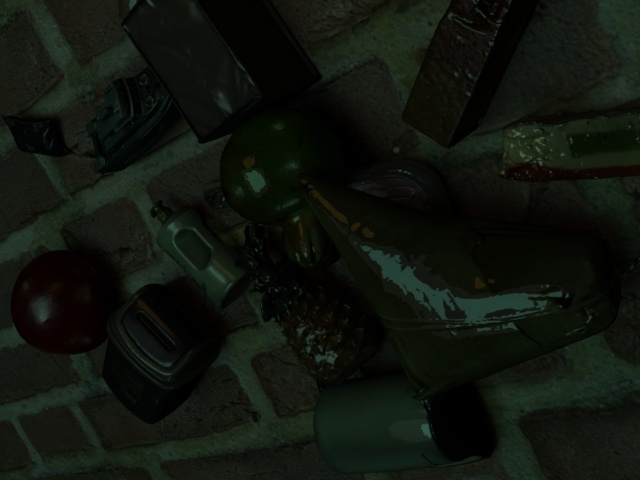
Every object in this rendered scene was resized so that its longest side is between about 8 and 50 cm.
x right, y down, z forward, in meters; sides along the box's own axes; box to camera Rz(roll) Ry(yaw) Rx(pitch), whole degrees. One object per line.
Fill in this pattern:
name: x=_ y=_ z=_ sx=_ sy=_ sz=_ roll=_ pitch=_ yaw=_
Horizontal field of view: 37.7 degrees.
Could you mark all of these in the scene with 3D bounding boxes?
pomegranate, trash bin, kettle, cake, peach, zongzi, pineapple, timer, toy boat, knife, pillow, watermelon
pomegranate: x=-0.070 y=-0.080 z=1.438 sx=0.190 sy=0.159 sz=0.240 roll=20 pitch=120 yaw=54
trash bin: x=-0.333 y=0.231 z=1.921 sx=0.209 sy=0.182 sz=0.290 roll=42 pitch=141 yaw=12
kettle: x=0.151 y=0.317 z=1.587 sx=0.255 sy=0.165 sz=0.240 roll=-17 pitch=133 yaw=39
cake: x=0.326 y=-0.117 z=1.189 sx=0.220 sy=0.117 sz=0.086 roll=6 pitch=112 yaw=40
peach: x=-0.555 y=0.139 z=2.036 sx=0.244 sy=0.199 sz=0.243 roll=14 pitch=124 yaw=22
zongzi: x=0.222 y=0.004 z=1.251 sx=0.447 sy=0.181 sz=0.418 roll=-28 pitch=104 yaw=38
pineapple: x=-0.036 y=0.099 z=1.617 sx=0.310 sy=0.141 sz=0.170 roll=48 pitch=166 yaw=17
timer: x=0.116 y=-0.019 z=1.451 sx=0.191 sy=0.069 sz=0.208 roll=-8 pitch=111 yaw=35
toy boat: x=-0.332 y=-0.229 z=1.681 sx=0.296 sy=0.122 sz=0.114 roll=-34 pitch=67 yaw=44
knife: x=-0.083 y=-0.084 z=1.611 sx=0.365 sy=0.043 sz=0.089 roll=-6 pitch=111 yaw=43
pillow: x=-0.597 y=-0.217 z=1.965 sx=0.150 sy=0.048 sz=0.090 roll=10 pitch=118 yaw=34
watermelon: x=0.000 y=0.000 z=1.555 sx=0.133 sy=0.105 sz=0.105 roll=23 pitch=139 yaw=-18

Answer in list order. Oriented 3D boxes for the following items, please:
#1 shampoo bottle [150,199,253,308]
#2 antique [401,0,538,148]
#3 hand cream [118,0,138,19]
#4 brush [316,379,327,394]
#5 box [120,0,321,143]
shampoo bottle: x=-0.234 y=0.013 z=1.764 sx=0.234 sy=0.087 sz=0.118 roll=45 pitch=139 yaw=11
antique: x=0.206 y=-0.273 z=1.214 sx=0.087 sy=0.093 sz=0.310 roll=37 pitch=133 yaw=18
hand cream: x=-0.302 y=-0.464 z=1.545 sx=0.084 sy=0.084 sz=0.203 roll=15 pitch=120 yaw=34
brush: x=0.009 y=0.292 z=1.768 sx=0.042 sy=0.039 sz=0.299 roll=17 pitch=128 yaw=37
box: x=-0.161 y=-0.299 z=1.470 sx=0.188 sy=0.153 sz=0.252 roll=-30 pitch=92 yaw=45
